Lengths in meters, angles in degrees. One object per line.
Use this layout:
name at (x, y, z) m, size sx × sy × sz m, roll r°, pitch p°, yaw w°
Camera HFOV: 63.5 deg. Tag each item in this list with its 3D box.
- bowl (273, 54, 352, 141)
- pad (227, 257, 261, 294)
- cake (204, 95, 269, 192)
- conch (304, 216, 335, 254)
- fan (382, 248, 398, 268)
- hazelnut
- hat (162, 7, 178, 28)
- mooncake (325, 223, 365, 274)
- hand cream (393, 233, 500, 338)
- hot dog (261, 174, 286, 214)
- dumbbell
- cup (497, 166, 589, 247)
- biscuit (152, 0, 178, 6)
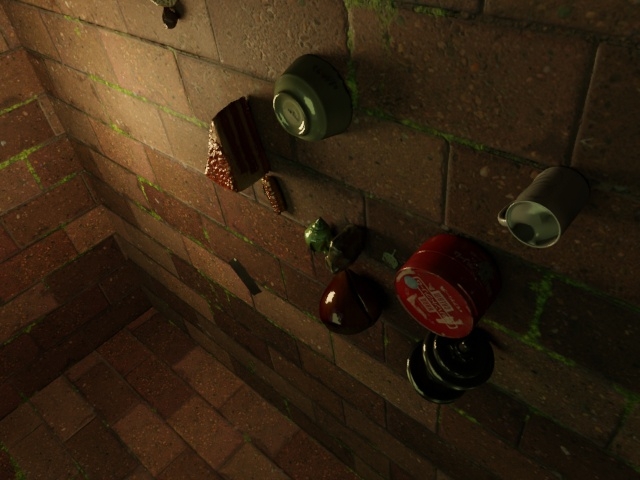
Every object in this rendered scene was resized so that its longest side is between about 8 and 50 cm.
bowl at (-0.037, -0.329, 1.260) m, size 0.211 × 0.112 × 0.211 m, roll 35°, pitch 149°, yaw 26°
pad at (-0.339, 0.162, 2.308) m, size 0.193 × 0.004 × 0.116 m, roll 53°, pitch 150°, yaw -6°
cake at (-0.242, -0.270, 1.552) m, size 0.159 × 0.158 × 0.262 m, roll 39°, pitch 147°, yaw 10°
conch at (0.000, -0.004, 1.604) m, size 0.094 × 0.080 × 0.201 m, roll 17°, pitch 155°, yaw 25°
fan at (0.201, 0.048, 1.460) m, size 0.056 × 0.004 × 0.083 m, roll 41°, pitch 148°, yaw 15°
hazelnut at (0.086, 0.187, 1.610) m, size 0.208 × 0.208 × 0.208 m, roll 33°, pitch 146°, yaw 27°
hat at (-0.438, -0.658, 1.506) m, size 0.058 × 0.042 × 0.087 m, roll 130°, pitch 133°, yaw -60°
mooncake at (0.073, 0.025, 1.487) m, size 0.073 × 0.125 × 0.130 m, roll 32°, pitch 149°, yaw 20°
hand cream at (0.305, 0.108, 1.249) m, size 0.230 × 0.149 × 0.230 m, roll 31°, pitch 144°, yaw 26°
hot dog at (-0.153, -0.146, 1.684) m, size 0.062 × 0.038 × 0.144 m, roll 14°, pitch 135°, yaw 45°
dumbbell at (0.343, 0.328, 1.396) m, size 0.192 × 0.192 × 0.290 m, roll 42°, pitch 150°, yaw 15°
cup at (0.397, -0.067, 0.944) m, size 0.136 × 0.133 × 0.099 m, roll 24°, pitch 142°, yaw 37°
biscuit at (-0.400, -0.747, 1.249) m, size 0.215 × 0.047 × 0.340 m, roll 15°, pitch 130°, yaw -11°
